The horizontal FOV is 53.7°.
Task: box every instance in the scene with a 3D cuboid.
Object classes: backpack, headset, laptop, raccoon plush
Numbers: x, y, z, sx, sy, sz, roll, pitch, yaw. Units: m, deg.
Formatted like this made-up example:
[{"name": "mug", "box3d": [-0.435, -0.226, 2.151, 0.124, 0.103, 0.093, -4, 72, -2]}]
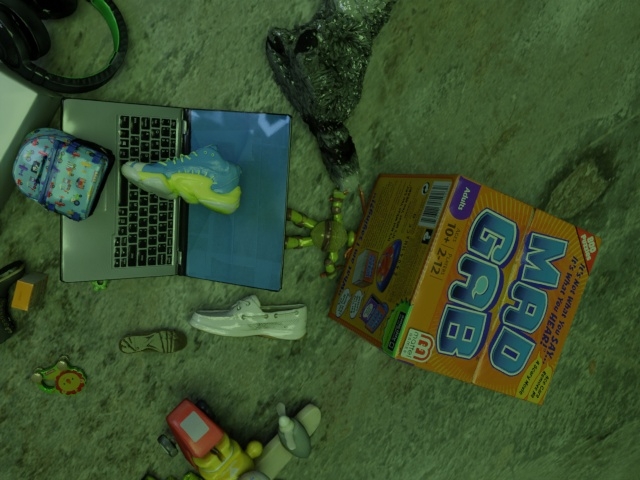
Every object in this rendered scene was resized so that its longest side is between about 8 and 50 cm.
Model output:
[{"name": "backpack", "box3d": [-0.505, -0.133, 1.215, 0.173, 0.117, 0.158, 24, 97, -12]}, {"name": "headset", "box3d": [-0.587, -0.449, 1.257, 0.394, 0.185, 0.243, 32, 65, -27]}, {"name": "laptop", "box3d": [-0.303, -0.087, 1.315, 0.408, 0.236, 0.382, -2, 101, -34]}, {"name": "raccoon plush", "box3d": [0.073, -0.371, 1.400, 0.299, 0.216, 0.446, -32, 129, -15]}]

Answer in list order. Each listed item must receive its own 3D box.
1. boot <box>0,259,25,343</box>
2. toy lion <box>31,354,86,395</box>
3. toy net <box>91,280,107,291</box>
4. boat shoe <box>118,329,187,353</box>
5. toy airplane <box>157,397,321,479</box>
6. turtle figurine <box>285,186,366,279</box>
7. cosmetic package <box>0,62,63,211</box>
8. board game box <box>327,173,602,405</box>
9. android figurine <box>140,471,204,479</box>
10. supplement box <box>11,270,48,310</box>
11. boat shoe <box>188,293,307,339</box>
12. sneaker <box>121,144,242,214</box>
[{"name": "boot", "box3d": [-0.697, 0.145, 1.394, 0.198, 0.077, 0.137, -33, 108, 11]}, {"name": "toy lion", "box3d": [-0.597, 0.321, 1.458, 0.100, 0.034, 0.096, -25, 110, -4]}, {"name": "toy net", "box3d": [-0.461, 0.006, 1.414, 0.122, 0.045, 0.232, 44, 91, -13]}, {"name": "boat shoe", "box3d": [-0.389, 0.237, 1.472, 0.153, 0.048, 0.056, -5, 89, -15]}, {"name": "toy airplane", "box3d": [-0.180, 0.562, 1.440, 0.384, 0.272, 0.386, 10, 85, -30]}, {"name": "turtle figurine", "box3d": [0.000, 0.000, 1.464, 0.217, 0.087, 0.269, 7, 99, -10]}, {"name": "cosmetic package", "box3d": [-0.689, -0.171, 1.270, 0.155, 0.197, 0.365, 29, 93, -11]}, {"name": "board game box", "box3d": [0.285, 0.085, 1.346, 0.356, 0.356, 0.356, 20, 89, -20]}, {"name": "android figurine", "box3d": [-0.353, 0.692, 1.548, 0.273, 0.056, 0.248, 38, 92, -13]}, {"name": "supplement box", "box3d": [-0.631, 0.109, 1.377, 0.036, 0.098, 0.062, 16, 98, -8]}, {"name": "boat shoe", "box3d": [-0.163, 0.170, 1.469, 0.277, 0.098, 0.096, 5, 99, -19]}, {"name": "sneaker", "box3d": [-0.268, -0.141, 1.269, 0.240, 0.091, 0.126, 19, 79, -8]}]
